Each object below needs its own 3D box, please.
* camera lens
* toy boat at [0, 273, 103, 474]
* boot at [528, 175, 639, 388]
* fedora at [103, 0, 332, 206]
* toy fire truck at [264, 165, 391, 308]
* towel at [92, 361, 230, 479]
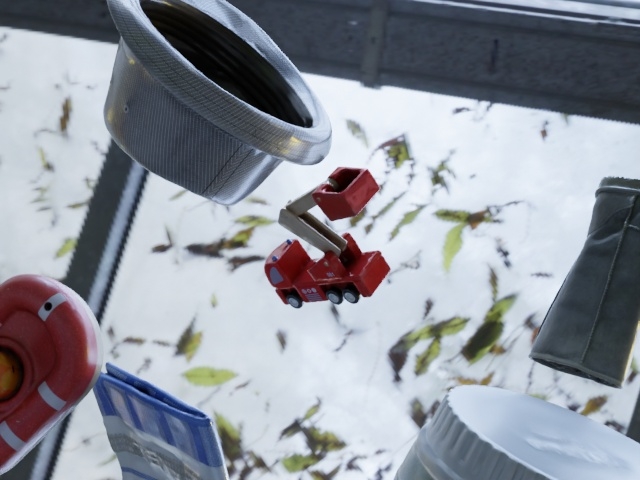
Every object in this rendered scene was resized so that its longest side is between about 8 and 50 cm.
[{"bbox_3d":[0.131,0.270,0.881,0.219,0.219,0.274,24,-79,19],"label":"camera lens"},{"bbox_3d":[-0.340,0.136,1.262,0.231,0.151,0.151,-45,-106,4],"label":"toy boat"},{"bbox_3d":[0.319,0.045,1.206,0.190,0.076,0.208,7,-117,41],"label":"boot"},{"bbox_3d":[-0.116,-0.129,1.132,0.124,0.244,0.275,-52,-133,20],"label":"fedora"},{"bbox_3d":[0.000,0.000,1.232,0.192,0.047,0.135,-8,-57,47],"label":"toy fire truck"},{"bbox_3d":[-0.158,0.283,1.336,0.209,0.034,0.285,17,-54,45],"label":"towel"}]
